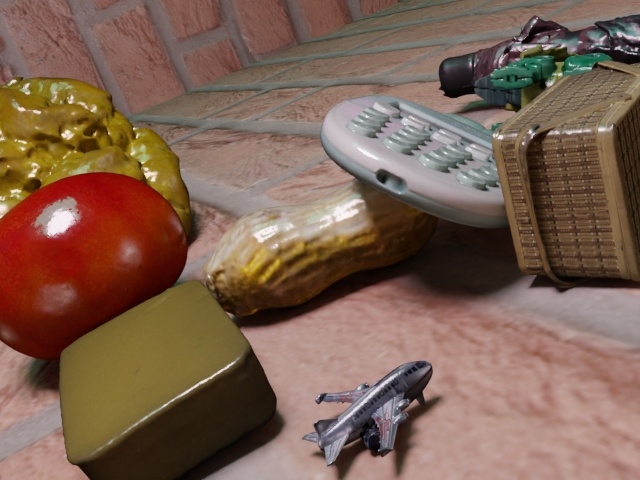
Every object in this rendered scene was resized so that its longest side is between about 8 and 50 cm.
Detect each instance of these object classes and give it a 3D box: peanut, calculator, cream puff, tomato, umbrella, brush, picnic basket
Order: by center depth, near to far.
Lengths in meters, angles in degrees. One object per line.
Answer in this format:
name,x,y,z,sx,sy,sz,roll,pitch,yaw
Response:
brush,-0.113,0.096,0.510,0.123,0.059,0.197,-28,20,-13
picnic basket,0.196,-0.052,0.512,0.080,0.115,0.164,-2,27,41
calculator,0.102,-0.071,0.610,0.184,0.042,0.295,28,22,15
peanut,0.000,0.000,0.611,0.207,0.087,0.087,-22,20,-2
tomato,-0.215,0.019,0.659,0.195,0.136,0.195,-34,4,2
cream puff,-0.326,-0.072,0.878,0.291,0.257,0.324,-15,20,26
umbrella,0.297,-0.221,0.895,0.326,0.094,0.090,-2,71,38

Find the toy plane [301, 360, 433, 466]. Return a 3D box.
toy plane,0.031,0.096,0.413,0.083,0.031,0.079,-27,21,-17

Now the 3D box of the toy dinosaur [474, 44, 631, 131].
toy dinosaur,0.275,-0.150,0.742,0.259,0.094,0.153,8,27,30
